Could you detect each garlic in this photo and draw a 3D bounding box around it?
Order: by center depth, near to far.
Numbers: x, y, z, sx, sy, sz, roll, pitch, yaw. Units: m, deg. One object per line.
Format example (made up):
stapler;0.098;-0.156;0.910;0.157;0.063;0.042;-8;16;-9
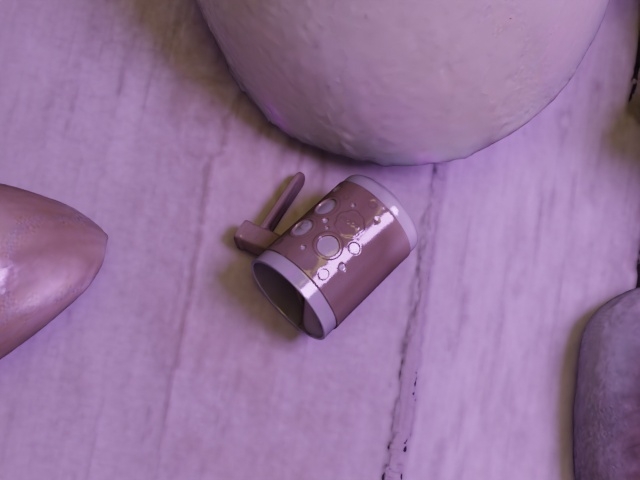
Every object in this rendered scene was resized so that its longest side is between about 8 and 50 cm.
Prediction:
garlic;-0.290;0.045;0.958;0.318;0.112;0.143;-33;78;-13

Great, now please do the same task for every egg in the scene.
egg;0.039;-0.233;1.004;0.337;0.201;0.337;-4;74;14

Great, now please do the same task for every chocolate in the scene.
chocolate;0.325;0.117;1.009;0.303;0.100;0.185;3;78;6

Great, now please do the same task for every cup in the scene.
cup;0.004;0.006;1.037;0.099;0.102;0.074;-42;121;-18
